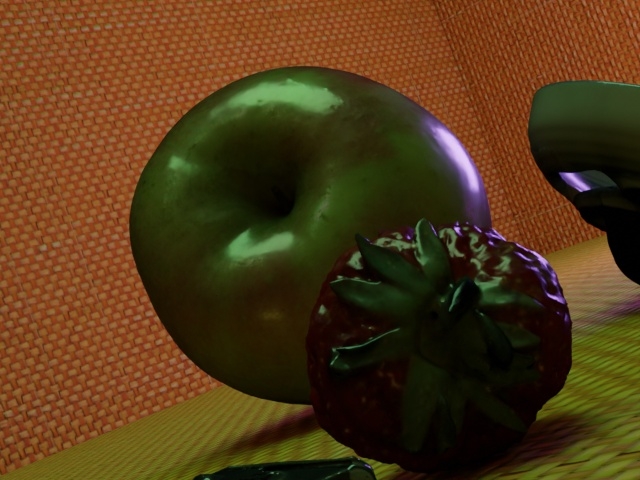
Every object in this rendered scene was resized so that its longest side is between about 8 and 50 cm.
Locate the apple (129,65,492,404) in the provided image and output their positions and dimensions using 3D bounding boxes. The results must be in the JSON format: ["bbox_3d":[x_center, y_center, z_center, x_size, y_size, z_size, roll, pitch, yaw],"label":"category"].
[{"bbox_3d":[0.000,0.000,1.102,0.319,0.319,0.277,-21,-22,11],"label":"apple"}]

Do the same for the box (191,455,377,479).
[{"bbox_3d":[-0.121,0.147,0.445,0.270,0.045,0.211,-19,-4,-20],"label":"box"}]

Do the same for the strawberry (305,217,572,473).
[{"bbox_3d":[0.058,0.049,0.582,0.131,0.131,0.148,-21,5,10],"label":"strawberry"}]

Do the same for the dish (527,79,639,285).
[{"bbox_3d":[0.290,-0.024,0.992,0.273,0.134,0.273,19,-5,2],"label":"dish"}]
